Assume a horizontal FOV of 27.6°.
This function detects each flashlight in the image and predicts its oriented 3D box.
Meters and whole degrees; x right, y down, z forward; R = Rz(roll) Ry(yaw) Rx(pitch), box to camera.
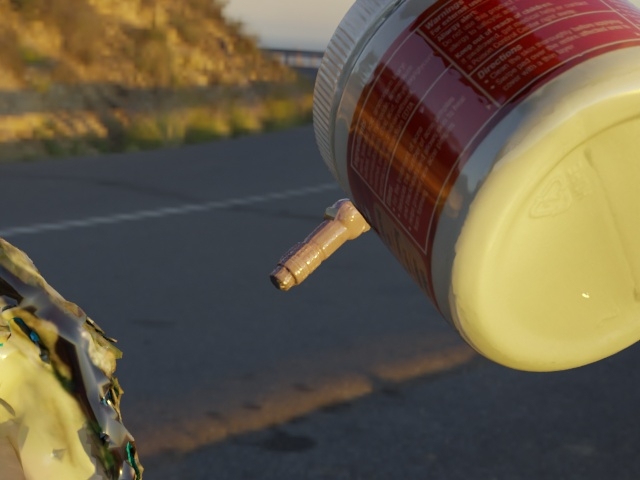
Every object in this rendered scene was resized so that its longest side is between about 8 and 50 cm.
[{"bbox_3d":[0.000,0.000,1.065,0.110,0.052,0.031,-42,48,-22],"label":"flashlight"}]

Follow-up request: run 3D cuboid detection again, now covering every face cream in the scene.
[{"bbox_3d":[0.121,-0.053,0.756,0.201,0.201,0.187,-2,34,-29],"label":"face cream"}]

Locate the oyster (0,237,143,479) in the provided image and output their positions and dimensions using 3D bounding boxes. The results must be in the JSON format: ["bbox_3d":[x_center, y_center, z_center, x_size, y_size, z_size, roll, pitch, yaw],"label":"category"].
[{"bbox_3d":[-0.168,0.124,0.516,0.198,0.259,0.092,13,19,-22],"label":"oyster"}]
